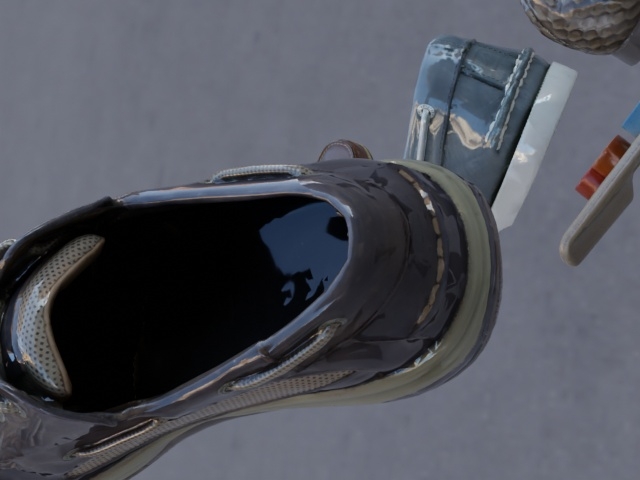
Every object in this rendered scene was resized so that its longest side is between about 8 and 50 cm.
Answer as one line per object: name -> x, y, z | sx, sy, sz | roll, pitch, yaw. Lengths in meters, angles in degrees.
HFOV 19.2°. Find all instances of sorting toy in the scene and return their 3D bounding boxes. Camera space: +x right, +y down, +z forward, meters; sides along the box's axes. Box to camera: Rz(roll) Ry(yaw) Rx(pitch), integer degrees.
sorting toy -> 0.309, -0.119, 1.709 | 0.229, 0.041, 0.307 | -61, -11, 30

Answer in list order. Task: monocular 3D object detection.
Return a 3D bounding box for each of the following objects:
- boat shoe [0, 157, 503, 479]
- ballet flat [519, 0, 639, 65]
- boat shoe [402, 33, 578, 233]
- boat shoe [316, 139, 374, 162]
boat shoe -> -0.098, 0.032, 0.842 | 0.355, 0.130, 0.132 | -20, 68, 25
ballet flat -> 0.112, -0.171, 0.565 | 0.084, 0.058, 0.250 | 123, 170, -80
boat shoe -> 0.074, -0.026, 1.261 | 0.319, 0.099, 0.116 | 115, 180, -56
boat shoe -> 0.000, 0.000, 1.517 | 0.064, 0.060, 0.178 | 6, 77, 39
